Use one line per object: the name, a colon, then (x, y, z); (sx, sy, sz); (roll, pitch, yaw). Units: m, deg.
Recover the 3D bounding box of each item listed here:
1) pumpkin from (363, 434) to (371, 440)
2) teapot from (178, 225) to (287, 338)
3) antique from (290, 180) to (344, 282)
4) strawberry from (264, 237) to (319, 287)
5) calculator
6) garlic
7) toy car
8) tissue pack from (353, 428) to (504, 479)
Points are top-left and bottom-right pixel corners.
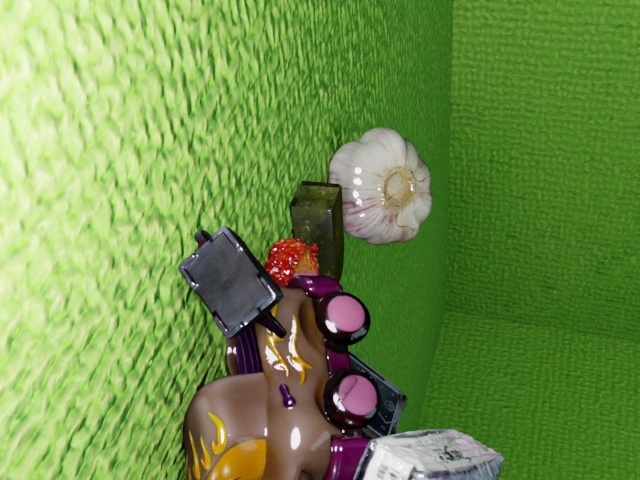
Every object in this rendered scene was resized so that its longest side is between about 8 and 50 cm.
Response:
pumpkin: (0.034, 0.435, 1.562); (0.300, 0.207, 0.300); (18, 90, -75)
teapot: (-0.105, 0.057, 1.000); (0.087, 0.177, 0.096); (-42, 163, 9)
antique: (0.000, 0.000, 1.451); (0.081, 0.080, 0.221); (-67, 158, -46)
strawberry: (-0.051, 0.066, 1.293); (0.145, 0.086, 0.145); (6, 90, -80)
calculator: (0.047, 0.272, 1.485); (0.028, 0.274, 0.166); (-48, -173, 35)
garlic: (0.107, -0.116, 1.627); (0.253, 0.245, 0.245); (-165, -98, -65)
toy car: (-0.072, 0.213, 1.075); (0.271, 0.240, 0.341); (122, -35, -53)
tissue pack: (0.106, 0.438, 1.025); (0.259, 0.122, 0.362); (11, 99, -55)
